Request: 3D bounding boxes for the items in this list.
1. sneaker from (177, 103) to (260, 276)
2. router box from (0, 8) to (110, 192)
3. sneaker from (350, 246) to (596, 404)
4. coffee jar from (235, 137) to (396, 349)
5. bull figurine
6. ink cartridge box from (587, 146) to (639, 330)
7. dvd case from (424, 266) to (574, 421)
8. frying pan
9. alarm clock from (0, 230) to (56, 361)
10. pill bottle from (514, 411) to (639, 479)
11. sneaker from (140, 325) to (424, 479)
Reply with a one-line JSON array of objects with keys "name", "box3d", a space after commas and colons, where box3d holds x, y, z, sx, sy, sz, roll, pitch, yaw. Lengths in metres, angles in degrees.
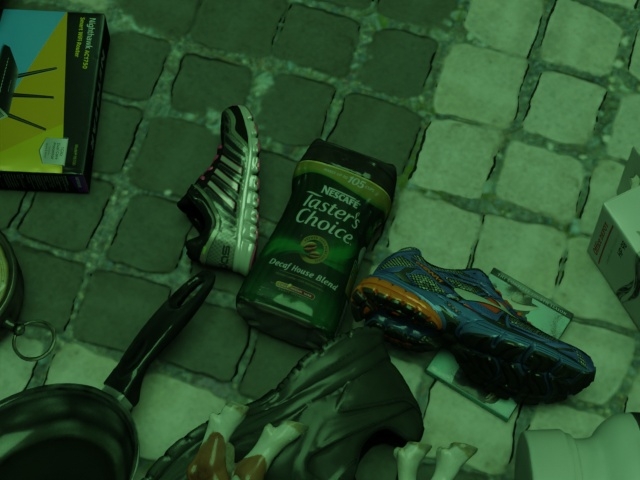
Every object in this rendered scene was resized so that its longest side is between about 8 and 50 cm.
[{"name": "sneaker", "box3d": [-0.095, -0.049, 1.385, 0.075, 0.063, 0.170, 2, 70, -6]}, {"name": "router box", "box3d": [-0.279, -0.135, 1.434, 0.133, 0.046, 0.178, 2, 65, 1]}, {"name": "sneaker", "box3d": [0.141, 0.067, 1.311, 0.221, 0.083, 0.087, 26, 55, 5]}, {"name": "coffee jar", "box3d": [0.000, 0.000, 1.354, 0.096, 0.079, 0.184, 20, 66, 8]}, {"name": "bull figurine", "box3d": [0.028, 0.242, 1.164, 0.310, 0.101, 0.188, 11, 78, -3]}, {"name": "ink cartridge box", "box3d": [0.295, 0.019, 1.332, 0.060, 0.104, 0.180, -26, 67, -10]}, {"name": "dvd case", "box3d": [0.162, 0.092, 1.348, 0.087, 0.013, 0.119, 31, 68, 14]}, {"name": "frying pan", "box3d": [-0.222, 0.157, 1.289, 0.197, 0.053, 0.326, 1, 45, 23]}, {"name": "alarm clock", "box3d": [-0.316, 0.052, 1.339, 0.192, 0.064, 0.129, 30, 69, 15]}, {"name": "pill bottle", "box3d": [0.303, 0.218, 1.210, 0.279, 0.162, 0.162, -1, 65, 0]}, {"name": "sneaker", "box3d": [-0.038, 0.191, 1.258, 0.286, 0.109, 0.130, -33, 79, -10]}]
